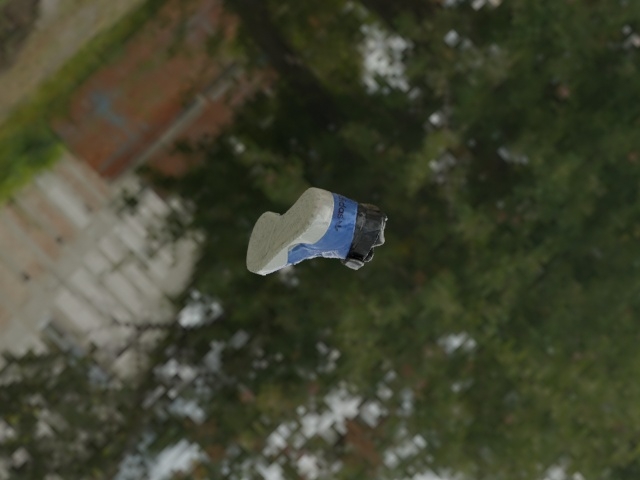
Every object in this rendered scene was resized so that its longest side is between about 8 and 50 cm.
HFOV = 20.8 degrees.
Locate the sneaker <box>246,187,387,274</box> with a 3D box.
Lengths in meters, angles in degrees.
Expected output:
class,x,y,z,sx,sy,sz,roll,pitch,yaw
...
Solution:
class,x,y,z,sx,sy,sz,roll,pitch,yaw
sneaker,0.000,0.001,1.472,0.152,0.084,0.058,-35,-135,57
